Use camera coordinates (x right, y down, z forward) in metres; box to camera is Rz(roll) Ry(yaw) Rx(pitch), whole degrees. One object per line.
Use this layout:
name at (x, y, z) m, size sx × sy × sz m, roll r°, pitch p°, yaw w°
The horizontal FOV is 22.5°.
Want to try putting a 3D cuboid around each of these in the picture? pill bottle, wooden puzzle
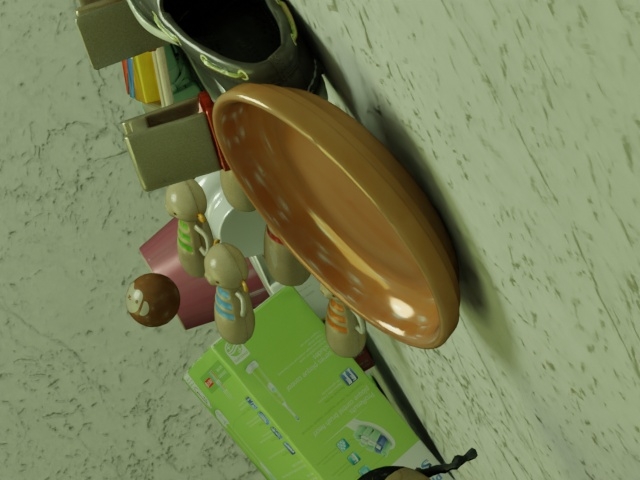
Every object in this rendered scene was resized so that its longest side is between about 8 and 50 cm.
pill bottle at (-0.109, -0.068, 1.790) m, size 0.193 × 0.108 × 0.108 m, roll 56°, pitch 173°, yaw 46°
wooden puzzle at (-0.219, -0.244, 1.933) m, size 0.221 × 0.044 × 0.238 m, roll -151°, pitch 45°, yaw -74°

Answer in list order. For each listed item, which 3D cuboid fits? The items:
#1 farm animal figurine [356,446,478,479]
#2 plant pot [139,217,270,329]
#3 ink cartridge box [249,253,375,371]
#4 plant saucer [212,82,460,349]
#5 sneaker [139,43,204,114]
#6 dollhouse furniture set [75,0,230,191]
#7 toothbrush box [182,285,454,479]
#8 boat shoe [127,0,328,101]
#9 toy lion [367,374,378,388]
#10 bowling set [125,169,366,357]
farm animal figurine at (0.047, 0.239, 0.818) m, size 0.172 × 0.327 × 0.330 m, roll 49°, pitch 162°, yaw -23°
plant pot at (-0.135, 0.022, 2.158) m, size 0.201 × 0.180 × 0.201 m, roll 60°, pitch 175°, yaw 9°
ink cartridge box at (-0.019, 0.067, 1.901) m, size 0.198 × 0.067 × 0.115 m, roll 61°, pitch 175°, yaw -23°
plant saucer at (0.015, -0.020, 0.968) m, size 0.200 × 0.037 × 0.200 m, roll 42°, pitch 163°, yaw 17°
sneaker at (-0.198, -0.189, 2.081) m, size 0.256 × 0.094 × 0.151 m, roll 56°, pitch 171°, yaw 32°
dollhouse furniture set at (-0.123, -0.184, 1.297) m, size 0.262 × 0.135 × 0.259 m, roll -121°, pitch 12°, yaw -74°
toothbrush box at (-0.010, 0.209, 1.807) m, size 0.283 × 0.122 × 0.206 m, roll 51°, pitch 160°, yaw 4°
boat shoe at (-0.073, -0.161, 1.067) m, size 0.228 × 0.081 × 0.068 m, roll 48°, pitch 168°, yaw 36°
toy lion at (0.075, 0.218, 2.054) m, size 0.100 × 0.034 × 0.096 m, roll 120°, pitch 128°, yaw -85°
bowling set at (-0.091, 0.012, 1.544) m, size 0.287 × 0.200 × 0.154 m, roll 51°, pitch 159°, yaw 34°
